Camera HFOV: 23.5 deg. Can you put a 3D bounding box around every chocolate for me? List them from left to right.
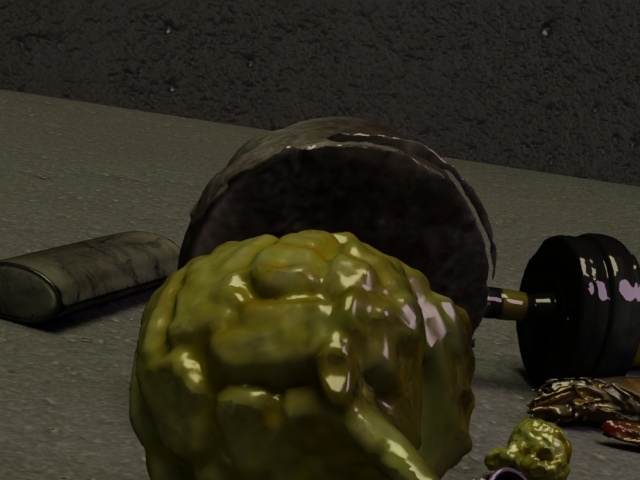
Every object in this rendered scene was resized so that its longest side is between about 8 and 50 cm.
[{"bbox_3d":[0.000,0.000,1.466,0.303,0.303,0.213,8,23,-13],"label":"chocolate"}]

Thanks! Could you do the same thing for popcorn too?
[{"bbox_3d":[-0.004,0.126,1.098,0.237,0.293,0.293,-25,0,19],"label":"popcorn"},{"bbox_3d":[0.187,0.193,1.381,0.083,0.059,0.068,-14,44,-5],"label":"popcorn"}]

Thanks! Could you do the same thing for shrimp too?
[{"bbox_3d":[0.322,0.187,1.591,0.236,0.053,0.133,9,31,-24],"label":"shrimp"}]

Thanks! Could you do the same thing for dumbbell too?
[{"bbox_3d":[0.185,0.067,1.673,0.388,0.185,0.185,8,11,-17],"label":"dumbbell"}]

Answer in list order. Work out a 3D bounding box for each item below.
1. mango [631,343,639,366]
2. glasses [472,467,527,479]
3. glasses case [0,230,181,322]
[{"bbox_3d":[0.375,0.106,1.895,0.237,0.091,0.137,5,18,-25],"label":"mango"},{"bbox_3d":[0.126,0.227,1.144,0.104,0.140,0.062,-22,31,41],"label":"glasses"},{"bbox_3d":[-0.261,0.037,1.725,0.114,0.060,0.299,12,11,20],"label":"glasses case"}]
